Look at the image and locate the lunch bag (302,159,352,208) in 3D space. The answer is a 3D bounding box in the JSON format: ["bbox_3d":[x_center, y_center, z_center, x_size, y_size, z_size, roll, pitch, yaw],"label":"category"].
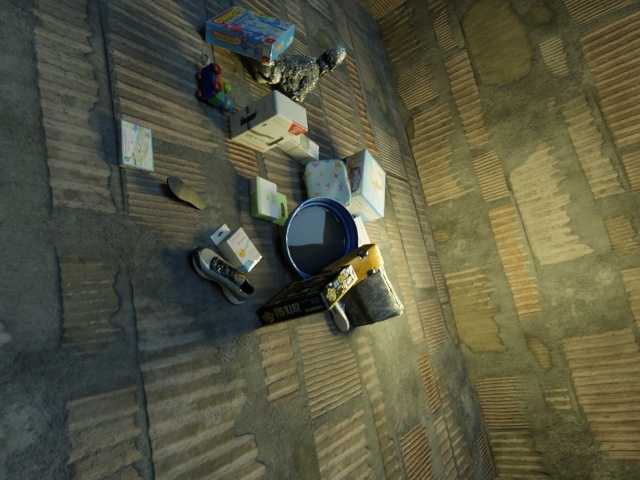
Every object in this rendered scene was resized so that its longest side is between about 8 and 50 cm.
[{"bbox_3d":[0.029,-0.269,2.030,0.108,0.224,0.278,107,-26,-71],"label":"lunch bag"}]

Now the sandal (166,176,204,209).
[{"bbox_3d":[-0.473,-0.157,1.402,0.179,0.040,0.067,45,45,-56],"label":"sandal"}]

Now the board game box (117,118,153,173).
[{"bbox_3d":[-0.594,-0.300,1.301,0.103,0.026,0.154,11,65,-53],"label":"board game box"}]

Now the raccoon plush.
[{"bbox_3d":[-0.125,-0.897,1.968,0.216,0.446,0.299,41,-4,38],"label":"raccoon plush"}]

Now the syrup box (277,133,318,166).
[{"bbox_3d":[-0.115,-0.471,2.011,0.237,0.096,0.093,29,53,-46],"label":"syrup box"}]

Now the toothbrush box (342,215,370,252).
[{"bbox_3d":[0.135,0.018,2.102,0.296,0.126,0.216,-25,95,-58],"label":"toothbrush box"}]

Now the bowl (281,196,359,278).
[{"bbox_3d":[0.000,0.000,1.831,0.392,0.077,0.390,1,88,-33],"label":"bowl"}]

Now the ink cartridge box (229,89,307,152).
[{"bbox_3d":[-0.222,-0.494,1.713,0.197,0.273,0.114,12,68,-52],"label":"ink cartridge box"}]

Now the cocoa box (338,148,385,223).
[{"bbox_3d":[0.209,-0.289,2.266,0.231,0.228,0.346,41,44,-37],"label":"cocoa box"}]

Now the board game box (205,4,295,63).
[{"bbox_3d":[-0.307,-0.929,1.813,0.302,0.086,0.308,19,44,2],"label":"board game box"}]

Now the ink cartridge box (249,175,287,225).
[{"bbox_3d":[-0.207,-0.163,1.767,0.235,0.056,0.171,17,60,-49],"label":"ink cartridge box"}]

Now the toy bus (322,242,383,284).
[{"bbox_3d":[0.130,0.127,1.788,0.333,0.130,0.108,-29,105,-30],"label":"toy bus"}]

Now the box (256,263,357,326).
[{"bbox_3d":[-0.051,0.211,1.559,0.257,0.322,0.079,-35,102,-56],"label":"box"}]

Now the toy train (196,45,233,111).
[{"bbox_3d":[-0.425,-0.662,1.668,0.143,0.105,0.247,28,51,-59],"label":"toy train"}]

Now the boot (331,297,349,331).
[{"bbox_3d":[0.097,0.334,1.937,0.086,0.069,0.189,-34,101,-53],"label":"boot"}]

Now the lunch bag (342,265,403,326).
[{"bbox_3d":[0.249,0.257,2.026,0.305,0.256,0.212,62,34,-12],"label":"lunch bag"}]

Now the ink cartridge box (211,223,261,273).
[{"bbox_3d":[-0.313,0.026,1.511,0.181,0.062,0.104,57,35,-19],"label":"ink cartridge box"}]

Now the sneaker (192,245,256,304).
[{"bbox_3d":[-0.328,0.112,1.407,0.271,0.108,0.100,49,41,-28],"label":"sneaker"}]
